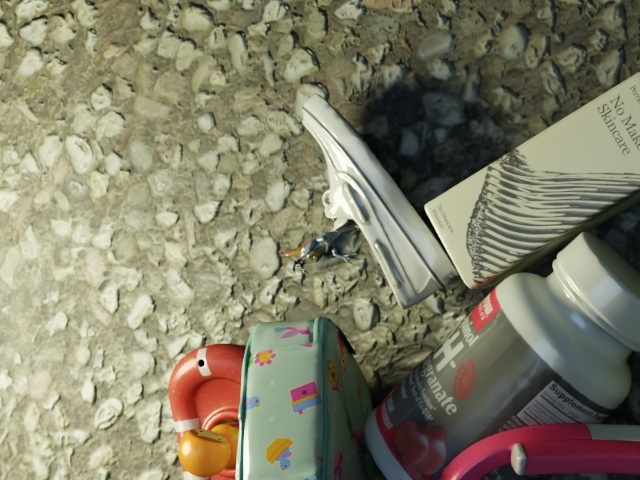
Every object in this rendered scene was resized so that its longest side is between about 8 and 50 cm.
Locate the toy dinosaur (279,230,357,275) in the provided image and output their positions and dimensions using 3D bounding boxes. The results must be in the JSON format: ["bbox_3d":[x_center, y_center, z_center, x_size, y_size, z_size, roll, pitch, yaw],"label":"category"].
[{"bbox_3d":[0.000,0.000,1.719,0.090,0.047,0.082,34,82,33],"label":"toy dinosaur"}]

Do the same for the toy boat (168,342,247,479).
[{"bbox_3d":[-0.112,0.234,1.702,0.151,0.151,0.231,-14,84,23],"label":"toy boat"}]

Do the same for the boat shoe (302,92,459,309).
[{"bbox_3d":[0.047,-0.043,1.666,0.088,0.096,0.267,-36,83,4],"label":"boat shoe"}]

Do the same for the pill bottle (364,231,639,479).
[{"bbox_3d":[0.210,0.147,1.547,0.318,0.176,0.176,-47,72,16],"label":"pill bottle"}]

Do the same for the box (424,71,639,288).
[{"bbox_3d":[0.258,-0.060,1.573,0.275,0.094,0.113,-34,76,20],"label":"box"}]

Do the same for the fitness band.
[{"bbox_3d":[0.253,0.283,1.499,0.291,0.054,0.209,2,120,-10],"label":"fitness band"}]

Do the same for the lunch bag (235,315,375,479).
[{"bbox_3d":[-0.004,0.230,1.586,0.108,0.224,0.279,-11,52,16],"label":"lunch bag"}]
